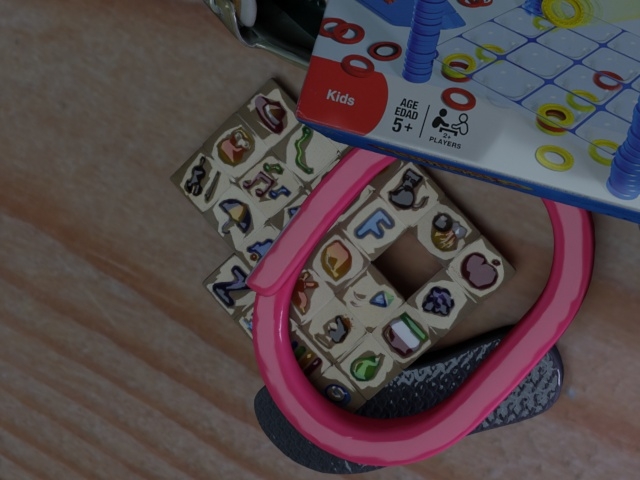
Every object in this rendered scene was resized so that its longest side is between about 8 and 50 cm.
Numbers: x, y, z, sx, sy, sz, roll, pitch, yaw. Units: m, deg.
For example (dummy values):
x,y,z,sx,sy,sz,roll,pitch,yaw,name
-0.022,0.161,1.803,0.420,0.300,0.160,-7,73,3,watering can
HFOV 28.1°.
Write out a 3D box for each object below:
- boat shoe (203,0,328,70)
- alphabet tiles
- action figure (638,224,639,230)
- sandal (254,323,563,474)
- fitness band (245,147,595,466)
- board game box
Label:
x,y,z,sx,sy,sz,roll,pitch,yaw,name
-0.033,-0.197,0.895,0.302,0.103,0.113,27,123,11,boat shoe
0.000,0.000,0.993,0.198,0.009,0.237,-43,88,17,alphabet tiles
0.211,-0.105,0.841,0.185,0.099,0.285,-27,86,38,action figure
0.072,0.128,1.034,0.254,0.054,0.097,-11,101,16,sandal
0.070,0.036,0.954,0.209,0.054,0.291,40,108,1,fitness band
0.175,-0.171,0.747,0.308,0.086,0.302,16,90,17,board game box
